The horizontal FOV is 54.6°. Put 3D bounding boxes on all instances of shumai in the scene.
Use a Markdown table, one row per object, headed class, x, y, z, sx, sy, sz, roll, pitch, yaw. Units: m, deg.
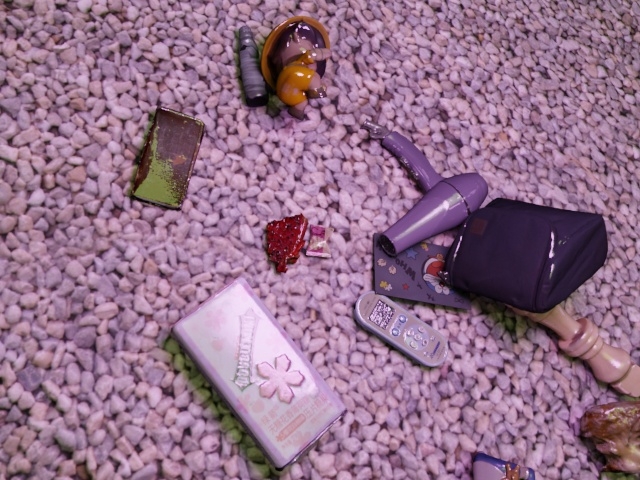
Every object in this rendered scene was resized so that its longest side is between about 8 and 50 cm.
| class | x | y | z | sx | sy | sz | roll | pitch | yaw |
| --- | --- | --- | --- | --- | --- | --- | --- | --- | --- |
| shumai | 0.694 | 0.450 | 1.411 | 0.209 | 0.161 | 0.153 | 13 | 65 | -30 |

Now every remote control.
| class | x | y | z | sx | sy | sz | roll | pitch | yaw |
| --- | --- | --- | --- | --- | --- | --- | --- | --- | --- |
| remote control | 0.182 | 0.203 | 1.416 | 0.244 | 0.047 | 0.087 | 34 | 70 | -3 |

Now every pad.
| class | x | y | z | sx | sy | sz | roll | pitch | yaw |
| --- | --- | --- | --- | --- | --- | --- | --- | --- | --- |
| pad | 0.242 | 0.073 | 1.473 | 0.245 | 0.006 | 0.170 | 11 | 58 | -14 |

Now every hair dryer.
| class | x | y | z | sx | sy | sz | roll | pitch | yaw |
| --- | --- | --- | --- | --- | --- | --- | --- | --- | --- |
| hair dryer | 0.203 | -0.156 | 1.524 | 0.301 | 0.121 | 0.361 | -31 | 72 | -19 |

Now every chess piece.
| class | x | y | z | sx | sy | sz | roll | pitch | yaw |
| --- | --- | --- | --- | --- | --- | --- | --- | --- | --- |
| chess piece | 0.624 | 0.233 | 1.487 | 0.397 | 0.117 | 0.117 | 40 | 67 | -1 |

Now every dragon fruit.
| class | x | y | z | sx | sy | sz | roll | pitch | yaw |
| --- | --- | --- | --- | --- | --- | --- | --- | --- | --- |
| dragon fruit | -0.067 | 0.012 | 1.419 | 0.097 | 0.063 | 0.131 | -8 | 72 | 17 |

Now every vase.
| class | x | y | z | sx | sy | sz | roll | pitch | yaw |
| --- | --- | --- | --- | --- | --- | --- | --- | --- | --- |
| vase | -0.171 | -0.433 | 1.524 | 0.059 | 0.060 | 0.212 | -6 | 74 | -17 |

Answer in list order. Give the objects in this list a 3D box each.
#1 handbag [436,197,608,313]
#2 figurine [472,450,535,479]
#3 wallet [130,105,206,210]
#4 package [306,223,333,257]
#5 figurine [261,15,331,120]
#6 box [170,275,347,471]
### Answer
| class | x | y | z | sx | sy | sz | roll | pitch | yaw |
| --- | --- | --- | --- | --- | --- | --- | --- | --- | --- |
| handbag | 0.442 | 0.012 | 1.395 | 0.275 | 0.301 | 0.178 | -28 | 119 | -30 |
| figurine | 0.342 | 0.582 | 1.282 | 0.158 | 0.161 | 0.276 | 46 | 64 | -37 |
| wallet | -0.345 | -0.187 | 1.413 | 0.121 | 0.031 | 0.232 | 17 | 71 | -14 |
| package | 0.000 | 0.000 | 1.443 | 0.059 | 0.029 | 0.083 | 8 | 60 | -4 |
| figurine | -0.058 | -0.417 | 1.462 | 0.167 | 0.192 | 0.257 | 16 | 36 | -13 |
| box | -0.124 | 0.273 | 1.277 | 0.190 | 0.112 | 0.370 | -38 | 84 | -21 |
